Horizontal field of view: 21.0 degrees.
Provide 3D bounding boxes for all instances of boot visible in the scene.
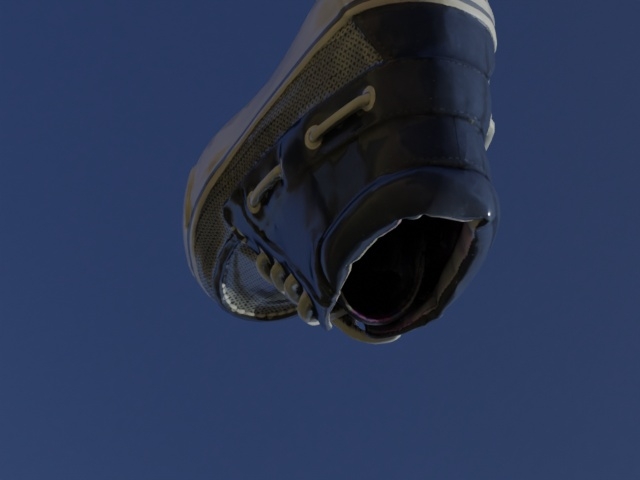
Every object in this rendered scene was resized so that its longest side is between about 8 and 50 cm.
[{"bbox_3d":[0.000,0.000,0.531,0.069,0.086,0.190,7,-31,-15],"label":"boot"}]
